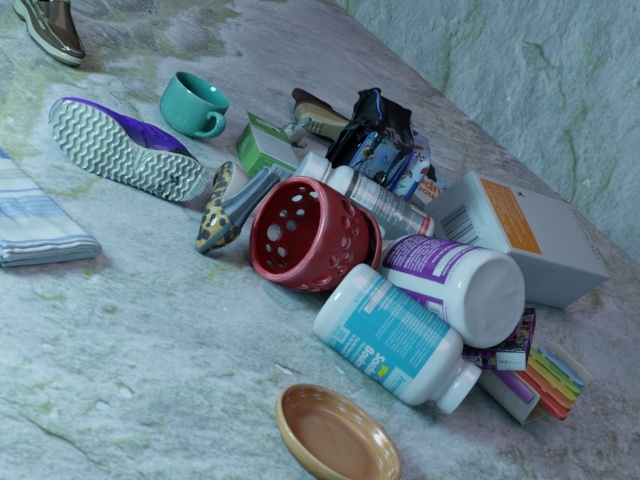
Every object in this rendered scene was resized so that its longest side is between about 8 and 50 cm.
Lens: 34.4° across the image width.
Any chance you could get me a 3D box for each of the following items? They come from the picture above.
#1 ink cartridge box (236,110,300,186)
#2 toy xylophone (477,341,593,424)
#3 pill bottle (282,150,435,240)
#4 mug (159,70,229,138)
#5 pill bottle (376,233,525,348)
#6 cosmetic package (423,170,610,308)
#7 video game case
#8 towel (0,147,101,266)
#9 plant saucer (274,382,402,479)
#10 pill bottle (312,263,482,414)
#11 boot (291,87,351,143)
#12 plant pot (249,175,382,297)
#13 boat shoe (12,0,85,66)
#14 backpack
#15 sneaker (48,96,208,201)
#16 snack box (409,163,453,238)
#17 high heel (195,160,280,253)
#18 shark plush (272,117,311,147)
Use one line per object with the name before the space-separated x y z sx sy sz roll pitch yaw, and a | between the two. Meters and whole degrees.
ink cartridge box | -0.116 -0.191 2.223 0.109 0.062 0.209 24 22 -26
toy xylophone | 0.384 0.249 1.966 0.236 0.081 0.323 40 21 17
pill bottle | 0.068 -0.045 2.034 0.283 0.161 0.161 30 21 -9
mug | -0.264 -0.266 2.115 0.130 0.097 0.157 27 22 -19
pill bottle | 0.200 0.079 1.826 0.169 0.169 0.302 18 -2 -38
cosmetic package | 0.471 0.008 2.446 0.453 0.161 0.230 12 48 -46
video game case | 0.275 0.173 1.864 0.210 0.041 0.232 -1 15 16
towel | -0.460 -0.065 1.465 0.285 0.034 0.209 42 21 21
plant saucer | 0.020 0.277 1.419 0.200 0.037 0.200 29 20 -12
pill bottle | 0.128 0.167 1.671 0.264 0.146 0.146 36 20 7
boot | 0.044 -0.311 2.689 0.249 0.090 0.207 22 25 -19
plant pot | 0.000 0.000 1.791 0.174 0.191 0.191 20 24 -40
boat shoe | -0.550 -0.457 2.114 0.095 0.095 0.257 5 35 -52
backpack | 0.102 -0.159 2.199 0.213 0.263 0.276 36 22 -9
sneaker | -0.342 -0.169 1.799 0.293 0.102 0.146 28 17 -29
snack box | 0.222 -0.148 2.524 0.322 0.060 0.187 44 33 -1
high heel | -0.185 -0.050 1.817 0.093 0.186 0.261 47 -18 -16
shark plush | -0.088 -0.250 2.457 0.067 0.073 0.161 23 35 29
